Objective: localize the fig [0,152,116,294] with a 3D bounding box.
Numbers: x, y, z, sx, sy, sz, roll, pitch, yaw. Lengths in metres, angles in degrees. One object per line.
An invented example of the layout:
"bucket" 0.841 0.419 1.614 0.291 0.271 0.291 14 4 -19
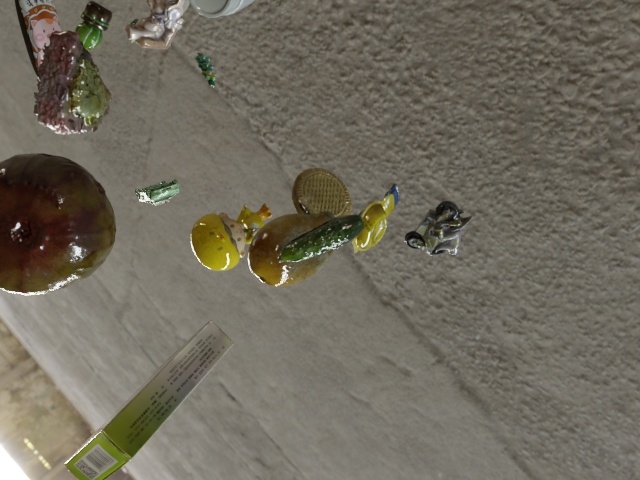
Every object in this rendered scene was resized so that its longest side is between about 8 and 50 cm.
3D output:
"fig" -0.422 -0.027 0.943 0.217 0.217 0.321 51 -179 -2

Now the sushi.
"sushi" -0.566 -0.362 1.336 0.108 0.161 0.241 19 107 12

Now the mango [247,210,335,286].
"mango" -0.067 0.014 1.601 0.146 0.316 0.192 -3 110 49

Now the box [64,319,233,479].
"box" -0.268 0.257 0.912 0.062 0.260 0.175 45 130 -4

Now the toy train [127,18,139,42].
"toy train" -0.521 -0.632 1.705 0.081 0.122 0.050 -14 100 60

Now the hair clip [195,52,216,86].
"hair clip" -0.355 -0.530 1.748 0.049 0.049 0.173 89 158 -48

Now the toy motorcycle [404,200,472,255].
"toy motorcycle" 0.357 -0.019 1.670 0.152 0.073 0.225 34 137 -6

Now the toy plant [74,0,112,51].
"toy plant" -0.781 -0.728 1.945 0.093 0.162 0.093 31 -168 -7

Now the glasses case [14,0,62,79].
"glasses case" -0.780 -0.579 1.601 0.067 0.103 0.266 10 123 20

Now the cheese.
"cheese" 0.183 -0.070 1.855 0.069 0.270 0.177 24 151 32

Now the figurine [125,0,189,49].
"figurine" -0.436 -0.645 1.550 0.162 0.141 0.236 51 121 28

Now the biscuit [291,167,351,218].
"biscuit" 0.006 -0.149 2.070 0.259 0.259 0.079 51 143 -3

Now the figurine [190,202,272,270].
"figurine" -0.316 -0.015 2.114 0.187 0.344 0.215 -35 79 46

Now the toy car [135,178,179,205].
"toy car" -0.435 -0.124 1.524 0.186 0.093 0.058 7 115 58

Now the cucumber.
"cucumber" 0.000 0.000 1.364 0.069 0.227 0.069 156 90 -86

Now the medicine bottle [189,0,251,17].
"medicine bottle" -0.259 -0.694 1.557 0.145 0.252 0.144 6 124 9
